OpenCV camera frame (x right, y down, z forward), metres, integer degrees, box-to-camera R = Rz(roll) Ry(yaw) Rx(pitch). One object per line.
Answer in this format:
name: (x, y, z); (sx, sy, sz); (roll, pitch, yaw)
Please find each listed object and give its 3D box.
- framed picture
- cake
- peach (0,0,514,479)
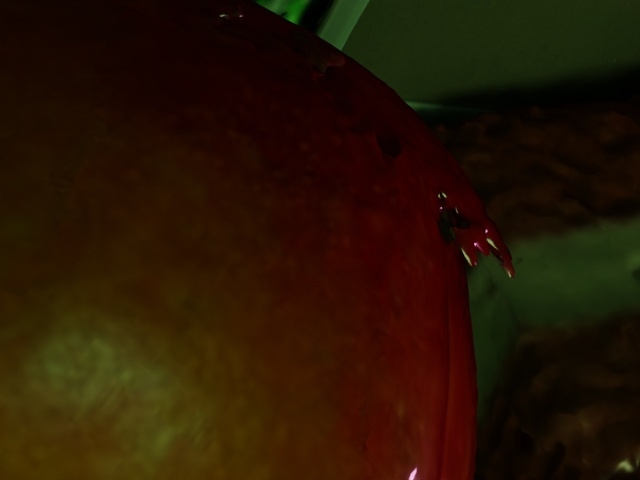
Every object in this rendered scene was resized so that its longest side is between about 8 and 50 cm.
framed picture: (0.130, -0.161, 0.815); (0.232, 0.019, 0.296); (3, 132, -37)
cake: (0.181, 0.120, 0.911); (0.270, 0.319, 0.269); (-11, 145, -23)
peach: (-0.096, 0.069, 0.646); (0.370, 0.370, 0.370); (-19, 142, -16)
